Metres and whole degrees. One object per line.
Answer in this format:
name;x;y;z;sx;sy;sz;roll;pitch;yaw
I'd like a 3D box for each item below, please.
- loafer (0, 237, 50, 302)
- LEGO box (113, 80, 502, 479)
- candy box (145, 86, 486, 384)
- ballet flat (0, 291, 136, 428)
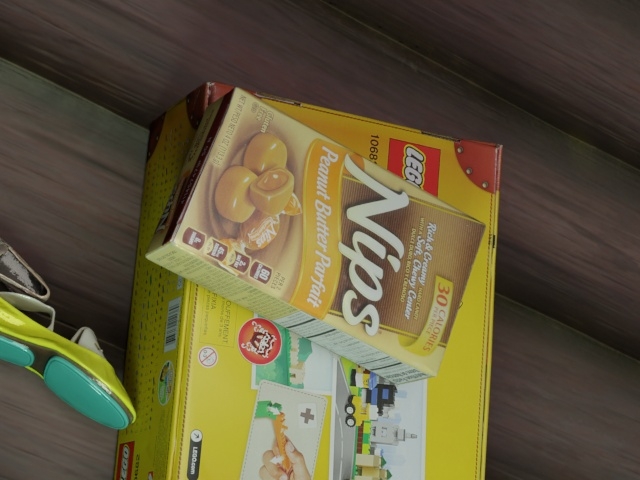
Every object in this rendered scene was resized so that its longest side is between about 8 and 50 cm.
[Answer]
loafer;-0.340;0.023;1.694;0.125;0.039;0.045;41;66;-14
LEGO box;-0.012;0.113;1.752;0.372;0.193;0.500;11;75;-24
candy box;0.000;0.000;1.621;0.316;0.087;0.183;27;69;-18
ballet flat;-0.286;0.113;1.673;0.231;0.077;0.077;30;53;-4
